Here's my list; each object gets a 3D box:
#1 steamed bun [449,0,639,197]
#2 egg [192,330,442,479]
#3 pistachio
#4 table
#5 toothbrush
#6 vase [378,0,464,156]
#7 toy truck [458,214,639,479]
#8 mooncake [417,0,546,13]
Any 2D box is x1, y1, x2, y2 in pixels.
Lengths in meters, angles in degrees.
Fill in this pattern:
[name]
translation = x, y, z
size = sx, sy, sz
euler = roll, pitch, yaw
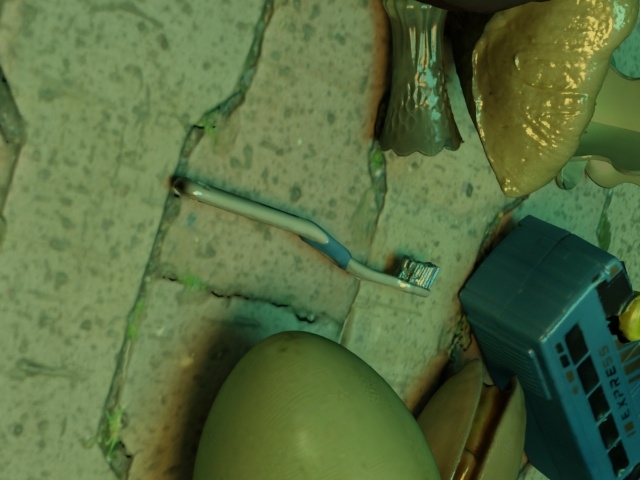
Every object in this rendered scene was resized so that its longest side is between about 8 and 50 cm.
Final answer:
[steamed bun]
translation = 0.183, -0.187, 1.250
size = 0.111, 0.231, 0.212
euler = 6, 143, -27
[egg]
translation = -0.004, 0.217, 1.184
size = 0.218, 0.218, 0.295
euler = -28, 117, -43
[pistachio]
translation = 0.142, 0.234, 1.460
size = 0.152, 0.126, 0.223
euler = 106, 7, -79
[table]
translation = 0.379, -0.113, 1.549
size = 0.166, 0.198, 0.166
euler = -25, 123, -45
[toothbrush]
translation = -0.002, 0.004, 1.248
size = 0.386, 0.040, 0.040
euler = 19, 89, -52
[vase]
translation = 0.090, -0.158, 1.269
size = 0.081, 0.081, 0.148
euler = -24, 119, -45
[toy truck]
translation = 0.289, 0.146, 1.590
size = 0.162, 0.161, 0.385
euler = -44, 137, -16
[mooncake]
translation = 0.088, -0.374, 1.059
size = 0.351, 0.212, 0.381
euler = -4, 110, -47
